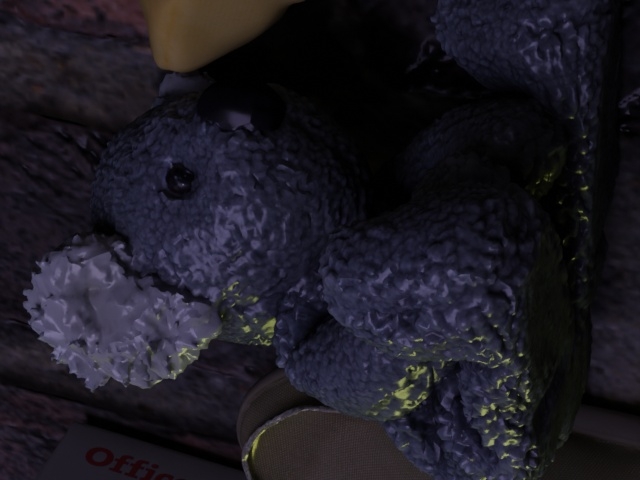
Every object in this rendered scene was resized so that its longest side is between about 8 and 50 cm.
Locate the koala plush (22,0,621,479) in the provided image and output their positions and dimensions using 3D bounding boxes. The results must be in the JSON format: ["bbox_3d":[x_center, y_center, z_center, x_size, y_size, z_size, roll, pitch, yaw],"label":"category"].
[{"bbox_3d":[0.000,0.000,0.766,0.221,0.196,0.203,9,139,17],"label":"koala plush"}]

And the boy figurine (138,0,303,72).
[{"bbox_3d":[-0.018,-0.182,0.689,0.177,0.092,0.285,20,133,13],"label":"boy figurine"}]

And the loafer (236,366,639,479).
[{"bbox_3d":[0.073,0.121,0.885,0.268,0.092,0.102,7,128,24],"label":"loafer"}]

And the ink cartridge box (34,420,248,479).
[{"bbox_3d":[-0.102,0.250,0.985,0.171,0.233,0.168,16,134,16],"label":"ink cartridge box"}]
